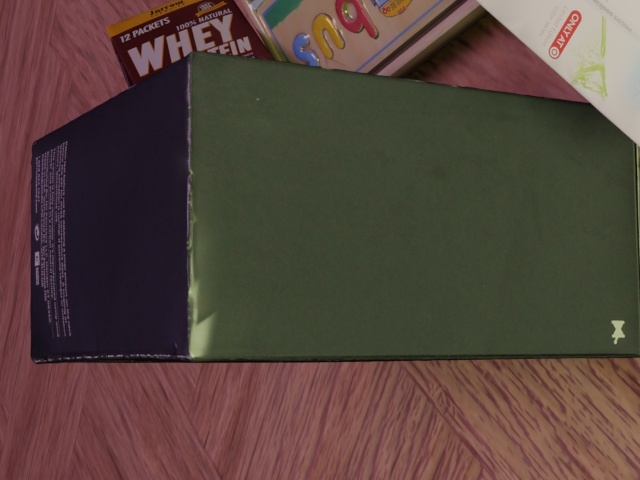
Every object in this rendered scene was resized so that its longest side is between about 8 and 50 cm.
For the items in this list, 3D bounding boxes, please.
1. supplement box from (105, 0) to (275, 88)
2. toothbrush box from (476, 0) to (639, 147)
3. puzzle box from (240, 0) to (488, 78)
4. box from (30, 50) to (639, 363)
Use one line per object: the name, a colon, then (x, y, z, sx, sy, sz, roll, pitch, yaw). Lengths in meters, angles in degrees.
supplement box: (-0.103, -0.113, 1.179, 0.191, 0.129, 0.194, 75, 168, -45)
toothbrush box: (0.172, -0.229, 0.701, 0.283, 0.122, 0.206, 47, 132, 21)
puzzle box: (0.043, -0.283, 0.979, 0.272, 0.052, 0.409, 60, 146, 3)
box: (0.000, 0.000, 0.856, 0.312, 0.343, 0.179, -9, 80, 59)
